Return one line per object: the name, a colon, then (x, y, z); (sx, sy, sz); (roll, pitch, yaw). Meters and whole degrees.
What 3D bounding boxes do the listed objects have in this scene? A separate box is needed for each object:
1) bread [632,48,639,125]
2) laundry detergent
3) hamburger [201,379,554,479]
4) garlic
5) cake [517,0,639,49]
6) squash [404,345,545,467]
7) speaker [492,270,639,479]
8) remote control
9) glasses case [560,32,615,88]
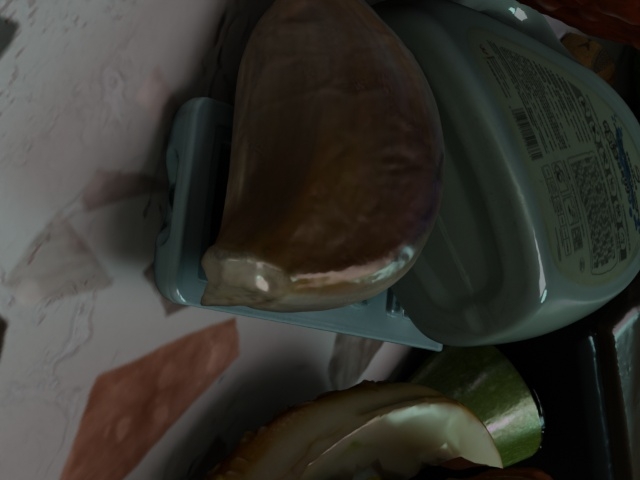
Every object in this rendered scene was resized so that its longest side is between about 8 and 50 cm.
bread: (0.299, -0.041, 1.126); (0.045, 0.301, 0.301); (-22, 136, -8)
laundry detergent: (0.121, -0.059, 0.922); (0.280, 0.105, 0.214); (-23, 89, -57)
hamburger: (0.035, 0.226, 0.895); (0.291, 0.225, 0.291); (-22, 126, -34)
garlic: (-0.002, -0.060, 0.752); (0.129, 0.090, 0.198); (14, 77, -42)
cake: (0.142, -0.262, 0.701); (0.270, 0.269, 0.319); (13, 100, -59)
squash: (0.072, 0.135, 1.050); (0.132, 0.105, 0.105); (-29, 134, -28)
speaker: (0.212, 0.067, 1.114); (0.192, 0.153, 0.231); (-38, 134, -24)
remote control: (0.001, 0.000, 0.868); (0.293, 0.051, 0.103); (17, 78, -58)
glasses case: (0.145, -0.070, 1.062); (0.170, 0.041, 0.064); (-45, 143, -34)
